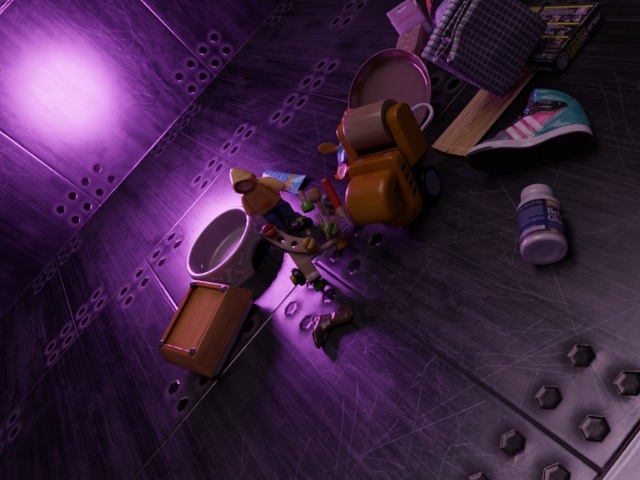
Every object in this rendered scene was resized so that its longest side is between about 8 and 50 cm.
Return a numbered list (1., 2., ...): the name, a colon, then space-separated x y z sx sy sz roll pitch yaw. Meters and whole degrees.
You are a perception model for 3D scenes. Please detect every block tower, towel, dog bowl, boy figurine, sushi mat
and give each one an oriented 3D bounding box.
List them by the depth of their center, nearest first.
1. towel: 0.443 -0.532 1.559 0.234 0.284 0.121 -62 37 17
2. sushi mat: 0.462 -0.367 1.687 0.316 0.019 0.151 -50 36 -3
3. boy figurine: -0.181 -0.138 1.914 0.177 0.285 0.092 -31 37 16
4. block tower: 0.305 -0.599 2.026 0.097 0.091 0.335 -12 47 38
5. dog bowl: -0.330 0.027 2.069 0.349 0.102 0.348 -27 39 25

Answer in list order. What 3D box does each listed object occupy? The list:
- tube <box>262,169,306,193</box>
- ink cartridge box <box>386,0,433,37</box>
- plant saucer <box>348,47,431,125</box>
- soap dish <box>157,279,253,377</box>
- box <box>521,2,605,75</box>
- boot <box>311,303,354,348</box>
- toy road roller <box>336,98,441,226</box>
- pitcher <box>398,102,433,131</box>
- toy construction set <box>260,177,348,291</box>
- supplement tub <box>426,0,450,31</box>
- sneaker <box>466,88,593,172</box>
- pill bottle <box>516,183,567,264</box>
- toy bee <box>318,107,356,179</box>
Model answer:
1. tube: -0.134 -0.219 2.159 0.207 0.052 0.080 19 81 47
2. ink cartridge box: 0.325 -0.782 2.108 0.104 0.181 0.061 -26 39 27
3. plant saucer: 0.227 -0.454 1.889 0.311 0.050 0.310 1 91 40
4. soap dish: -0.361 0.260 1.828 0.229 0.118 0.290 5 62 41
5. box: 0.628 -0.577 1.686 0.216 0.060 0.270 -51 35 -6
6. boot: 0.035 0.223 1.542 0.114 0.037 0.106 -22 43 25
7. toy road roller: 0.158 -0.183 1.564 0.203 0.329 0.240 -8 28 42
8. pitcher: 0.249 -0.315 1.760 0.178 0.125 0.206 -5 66 25
9. toy construction set: 0.000 0.000 1.639 0.258 0.237 0.309 -22 -14 -28
10. supplement tub: 0.459 -0.775 1.936 0.207 0.207 0.337 -27 40 27
11. sneaker: 0.509 -0.282 1.455 0.296 0.124 0.178 -9 53 31
12. pill bottle: 0.477 -0.040 1.276 0.094 0.094 0.169 -21 42 33
13. toy bee: 0.082 -0.257 1.865 0.162 0.196 0.298 -23 45 69
